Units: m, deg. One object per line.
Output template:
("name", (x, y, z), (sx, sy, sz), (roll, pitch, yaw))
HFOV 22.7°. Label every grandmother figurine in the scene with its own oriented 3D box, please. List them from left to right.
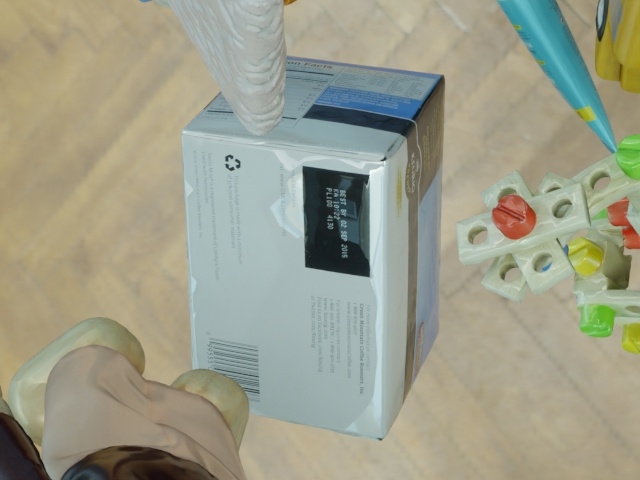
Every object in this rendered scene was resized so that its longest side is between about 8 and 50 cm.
("grandmother figurine", (-0.066, 0.121, 0.639), (0.208, 0.342, 0.104), (19, 97, -8))

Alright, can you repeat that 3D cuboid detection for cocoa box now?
("cocoa box", (0.000, 0.000, 1.743), (0.231, 0.228, 0.347), (9, 121, 17))

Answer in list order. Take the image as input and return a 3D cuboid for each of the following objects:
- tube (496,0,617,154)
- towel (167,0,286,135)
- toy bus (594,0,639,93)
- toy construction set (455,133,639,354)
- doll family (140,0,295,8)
("tube", (0.245, -0.176, 1.602), (0.052, 0.080, 0.207), (-30, 116, 10))
("towel", (-0.117, -0.269, 1.342), (0.053, 0.332, 0.317), (-29, 78, -7))
("toy bus", (0.322, -0.260, 1.384), (0.108, 0.130, 0.333), (6, 133, -1))
("toy construction set", (0.249, -0.003, 1.273), (0.215, 0.327, 0.151), (-1, 78, 32))
("doll family", (-0.074, -0.327, 1.621), (0.163, 0.118, 0.263), (24, 113, 33))
